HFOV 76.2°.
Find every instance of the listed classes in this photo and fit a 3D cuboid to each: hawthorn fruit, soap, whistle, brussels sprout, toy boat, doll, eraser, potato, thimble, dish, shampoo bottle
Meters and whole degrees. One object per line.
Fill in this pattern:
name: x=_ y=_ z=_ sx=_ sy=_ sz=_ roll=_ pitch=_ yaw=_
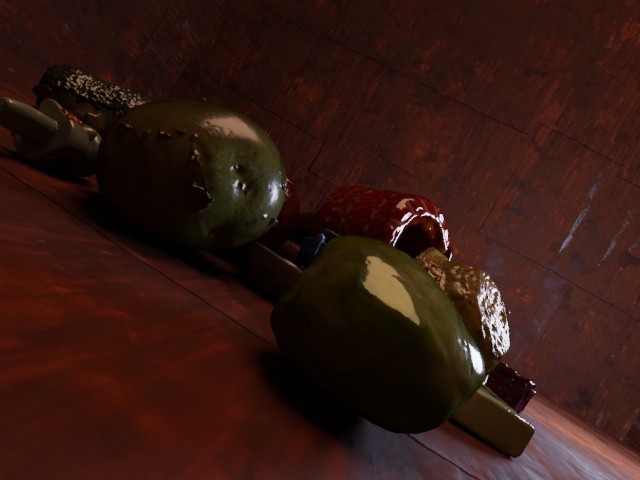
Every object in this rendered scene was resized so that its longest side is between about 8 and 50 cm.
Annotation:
hawthorn fruit: x=-0.165 y=-0.055 z=0.903 sx=0.230 sy=0.210 sz=0.266 roll=48 pitch=-29 yaw=15
soap: x=0.429 y=0.348 z=1.051 sx=0.162 sy=0.099 sz=0.250 roll=38 pitch=-3 yaw=-20
whistle: x=-0.434 y=-0.166 z=0.673 sx=0.106 sy=0.101 sz=0.253 roll=39 pitch=-4 yaw=5
brussels sprout: x=0.062 y=0.090 z=0.408 sx=0.223 sy=0.161 sz=0.223 roll=25 pitch=5 yaw=-2
toy boat: x=0.017 y=0.028 z=0.755 sx=0.100 sy=0.097 sz=0.223 roll=29 pitch=-7 yaw=16
doll: x=-0.552 y=-0.299 z=1.070 sx=0.350 sy=0.247 sz=0.247 roll=35 pitch=-3 yaw=-36
eraser: x=0.240 y=0.254 z=0.648 sx=0.117 sy=0.058 sz=0.172 roll=31 pitch=0 yaw=0
potato: x=-0.232 y=-0.108 z=0.655 sx=0.359 sy=0.219 sz=0.270 roll=18 pitch=-2 yaw=37
thimble: x=0.148 y=0.042 z=0.994 sx=0.231 sy=0.350 sz=0.350 roll=13 pitch=-12 yaw=44
dish: x=-0.069 y=0.068 z=0.737 sx=0.191 sy=0.066 sz=0.190 roll=33 pitch=-5 yaw=3
shampoo bottle: x=-0.162 y=0.009 z=1.496 sx=0.244 sy=0.085 sz=0.085 roll=29 pitch=0 yaw=13

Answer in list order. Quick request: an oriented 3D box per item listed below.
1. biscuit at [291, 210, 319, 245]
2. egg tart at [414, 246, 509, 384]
biscuit: x=0.001 y=-0.008 z=1.595 sx=0.395 sy=0.070 sz=0.350 roll=-4 pitch=-32 yaw=20
egg tart: x=0.295 y=0.156 z=0.834 sx=0.128 sy=0.318 sz=0.319 roll=-24 pitch=-40 yaw=36
